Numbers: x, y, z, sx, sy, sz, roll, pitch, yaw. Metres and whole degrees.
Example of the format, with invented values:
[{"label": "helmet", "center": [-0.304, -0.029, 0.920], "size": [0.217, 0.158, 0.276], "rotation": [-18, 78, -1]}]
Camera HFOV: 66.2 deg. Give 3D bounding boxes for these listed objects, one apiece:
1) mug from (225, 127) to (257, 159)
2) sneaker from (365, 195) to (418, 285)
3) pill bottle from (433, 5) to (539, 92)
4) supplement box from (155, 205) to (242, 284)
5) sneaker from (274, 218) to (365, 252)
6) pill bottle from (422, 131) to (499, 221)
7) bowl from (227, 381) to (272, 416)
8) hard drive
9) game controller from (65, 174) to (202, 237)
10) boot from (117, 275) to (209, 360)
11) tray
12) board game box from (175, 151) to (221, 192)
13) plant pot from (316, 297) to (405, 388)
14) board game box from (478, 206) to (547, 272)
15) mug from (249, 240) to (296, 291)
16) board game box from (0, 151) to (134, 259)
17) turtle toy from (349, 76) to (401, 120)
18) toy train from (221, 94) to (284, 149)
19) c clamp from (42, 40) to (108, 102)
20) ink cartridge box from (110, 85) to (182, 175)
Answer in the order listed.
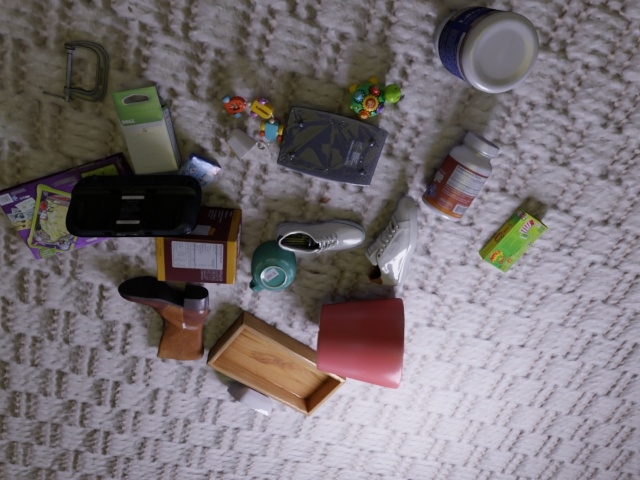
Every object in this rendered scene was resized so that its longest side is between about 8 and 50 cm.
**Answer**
[{"label": "mug", "center": [-0.207, -0.242, 1.231], "size": [0.078, 0.062, 0.064], "rotation": [-38, 110, 27]}, {"label": "sneaker", "center": [0.196, 0.011, 1.385], "size": [0.123, 0.106, 0.290], "rotation": [2, 120, -8]}, {"label": "pill bottle", "center": [0.344, -0.423, 1.068], "size": [0.153, 0.265, 0.153], "rotation": [-3, 119, -5]}, {"label": "supplement box", "center": [-0.312, 0.006, 1.293], "size": [0.194, 0.191, 0.129], "rotation": [4, 118, -6]}, {"label": "sneaker", "center": [0.000, 0.000, 1.372], "size": [0.258, 0.091, 0.094], "rotation": [-2, 119, -3]}, {"label": "pill bottle", "center": [0.370, -0.169, 1.293], "size": [0.121, 0.121, 0.216], "rotation": [21, 115, -15]}, {"label": "bowl", "center": [-0.229, 0.517, 1.626], "size": [0.142, 0.142, 0.053], "rotation": [35, 77, -25]}, {"label": "hard drive", "center": [0.028, -0.243, 1.261], "size": [0.254, 0.054, 0.172], "rotation": [12, 117, -11]}, {"label": "game controller", "center": [-0.453, -0.084, 1.195], "size": [0.319, 0.167, 0.067], "rotation": [0, 160, 1]}, {"label": "boot", "center": [-0.476, 0.245, 1.492], "size": [0.264, 0.096, 0.281], "rotation": [5, 126, -16]}, {"label": "tray", "center": [-0.138, 0.408, 1.599], "size": [0.410, 0.076, 0.203], "rotation": [34, 111, -20]}, {"label": "board game box", "center": [-0.318, -0.174, 1.269], "size": [0.090, 0.020, 0.090], "rotation": [20, 121, -47]}, {"label": "plant pot", "center": [0.115, 0.298, 1.466], "size": [0.243, 0.275, 0.275], "rotation": [3, 119, 3]}, {"label": "board game box", "center": [0.565, 0.001, 1.447], "size": [0.092, 0.043, 0.181], "rotation": [29, 113, -18]}, {"label": "mug", "center": [-0.135, 0.091, 1.408], "size": [0.129, 0.097, 0.158], "rotation": [5, 118, -8]}, {"label": "board game box", "center": [-0.641, -0.086, 1.300], "size": [0.346, 0.056, 0.208], "rotation": [-16, 115, 4]}, {"label": "turtle toy", "center": [0.133, -0.348, 1.204], "size": [0.130, 0.066, 0.095], "rotation": [-20, 119, 6]}, {"label": "toy train", "center": [-0.160, -0.307, 1.220], "size": [0.125, 0.046, 0.166], "rotation": [-12, 134, 32]}, {"label": "c clamp", "center": [-0.569, -0.392, 1.148], "size": [0.137, 0.022, 0.161], "rotation": [18, 116, -14]}, {"label": "ink cartridge box", "center": [-0.422, -0.272, 1.203], "size": [0.108, 0.062, 0.209], "rotation": [-8, 119, 1]}]
